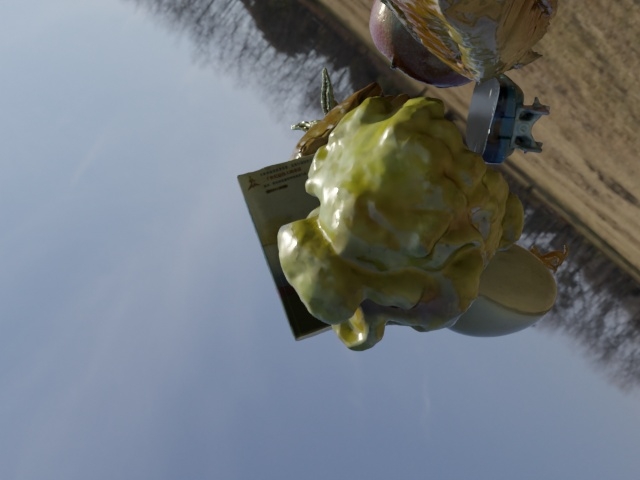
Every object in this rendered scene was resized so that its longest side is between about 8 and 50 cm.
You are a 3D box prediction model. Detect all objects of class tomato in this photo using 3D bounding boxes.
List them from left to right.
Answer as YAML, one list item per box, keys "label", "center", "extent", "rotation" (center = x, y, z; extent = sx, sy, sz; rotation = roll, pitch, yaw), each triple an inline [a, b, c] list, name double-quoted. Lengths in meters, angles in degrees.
- label: "tomato"
  center: [0.265, -0.491, 1.496]
  extent: [0.304, 0.239, 0.303]
  rotation: [12, -132, -14]

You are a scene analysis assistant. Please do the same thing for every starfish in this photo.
- label: "starfish"
  center: [0.018, -0.314, 1.949]
  extent: [0.078, 0.346, 0.358]
  rotation: [-7, -153, -27]

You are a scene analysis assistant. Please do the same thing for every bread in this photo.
- label: "bread"
  center: [0.061, -0.210, 1.623]
  extent: [0.191, 0.370, 0.314]
  rotation: [55, 158, 10]
- label: "bread"
  center: [0.167, -0.338, 0.829]
  extent: [0.236, 0.183, 0.389]
  rotation: [41, -170, 18]

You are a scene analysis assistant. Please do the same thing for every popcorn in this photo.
- label: "popcorn"
  center: [0.092, -0.008, 0.735]
  extent: [0.250, 0.242, 0.234]
  rotation: [30, -156, -46]

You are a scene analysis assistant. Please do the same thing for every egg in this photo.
- label: "egg"
  center: [0.307, 0.086, 1.270]
  extent: [0.254, 0.188, 0.188]
  rotation: [6, -163, -3]

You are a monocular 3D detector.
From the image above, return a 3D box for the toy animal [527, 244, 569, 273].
- label: "toy animal"
  center: [0.486, 0.031, 1.490]
  extent: [0.083, 0.081, 0.060]
  rotation: [32, -149, 15]

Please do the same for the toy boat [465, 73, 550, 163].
- label: "toy boat"
  center: [0.300, -0.204, 1.115]
  extent: [0.092, 0.134, 0.299]
  rotation: [9, -158, 4]

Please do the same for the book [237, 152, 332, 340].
- label: "book"
  center: [0.000, 0.000, 1.126]
  extent: [0.026, 0.202, 0.289]
  rotation: [127, 123, -70]
